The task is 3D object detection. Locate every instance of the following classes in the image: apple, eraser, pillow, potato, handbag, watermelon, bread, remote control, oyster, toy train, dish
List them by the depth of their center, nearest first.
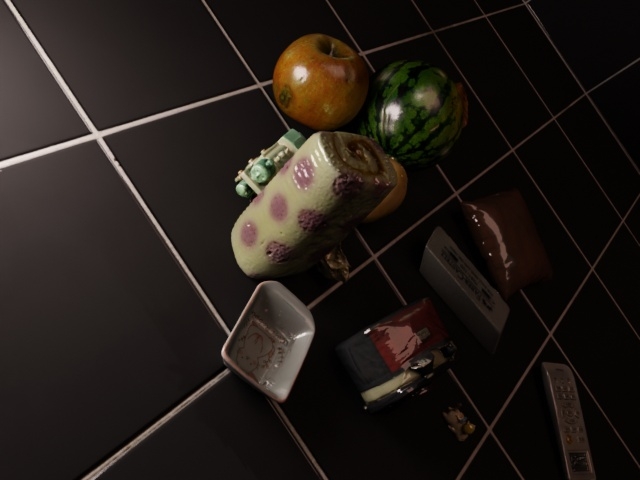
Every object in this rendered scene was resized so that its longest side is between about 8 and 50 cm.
[{"bbox_3d":[-0.100,0.185,1.312,0.154,0.064,0.234,43,43,-15],"label":"dish"},{"bbox_3d":[-0.019,-0.058,1.346,0.187,0.338,0.155,-8,64,-46],"label":"bread"},{"bbox_3d":[0.176,0.241,1.457,0.254,0.181,0.182,-22,78,-46],"label":"handbag"},{"bbox_3d":[-0.106,-0.161,1.489,0.081,0.125,0.194,46,41,-5],"label":"toy train"},{"bbox_3d":[-0.003,-0.003,1.518,0.071,0.133,0.209,-30,95,-12],"label":"oyster"},{"bbox_3d":[0.114,-0.118,1.664,0.233,0.146,0.150,-27,40,-37],"label":"potato"},{"bbox_3d":[-0.001,-0.378,1.696,0.236,0.208,0.237,19,39,-16],"label":"apple"},{"bbox_3d":[0.229,-0.322,1.793,0.285,0.285,0.285,24,50,-32],"label":"watermelon"},{"bbox_3d":[0.376,0.129,1.798,0.352,0.077,0.111,49,40,-9],"label":"eraser"},{"bbox_3d":[0.651,0.482,1.855,0.109,0.055,0.313,12,61,-32],"label":"remote control"},{"bbox_3d":[0.553,0.004,2.030,0.307,0.108,0.306,-14,79,-45],"label":"pillow"},{"bbox_3d":[0.421,-0.426,2.205,0.105,0.075,0.233,46,33,-29],"label":"bread"}]

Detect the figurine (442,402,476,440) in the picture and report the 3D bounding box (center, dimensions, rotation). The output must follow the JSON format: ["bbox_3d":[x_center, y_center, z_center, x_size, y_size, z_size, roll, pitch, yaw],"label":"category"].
[{"bbox_3d":[0.318,0.413,1.578,0.047,0.050,0.083,-29,86,-44],"label":"figurine"}]
